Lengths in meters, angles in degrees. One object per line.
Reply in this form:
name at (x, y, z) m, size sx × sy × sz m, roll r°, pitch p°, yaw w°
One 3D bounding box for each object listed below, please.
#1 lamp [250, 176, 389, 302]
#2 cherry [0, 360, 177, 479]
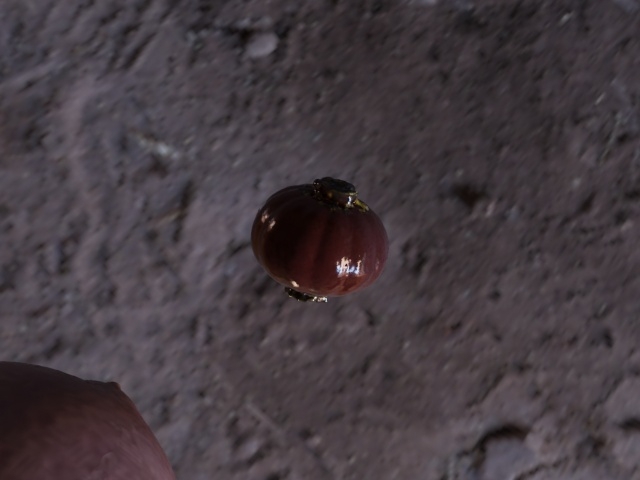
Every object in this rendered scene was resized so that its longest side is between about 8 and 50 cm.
lamp at (0.000, 0.000, 1.373) m, size 0.101 × 0.101 × 0.090 m, roll 19°, pitch 110°, yaw 15°
cherry at (-0.172, 0.157, 0.885) m, size 0.239 × 0.206 × 0.239 m, roll -20°, pitch 59°, yaw 38°
